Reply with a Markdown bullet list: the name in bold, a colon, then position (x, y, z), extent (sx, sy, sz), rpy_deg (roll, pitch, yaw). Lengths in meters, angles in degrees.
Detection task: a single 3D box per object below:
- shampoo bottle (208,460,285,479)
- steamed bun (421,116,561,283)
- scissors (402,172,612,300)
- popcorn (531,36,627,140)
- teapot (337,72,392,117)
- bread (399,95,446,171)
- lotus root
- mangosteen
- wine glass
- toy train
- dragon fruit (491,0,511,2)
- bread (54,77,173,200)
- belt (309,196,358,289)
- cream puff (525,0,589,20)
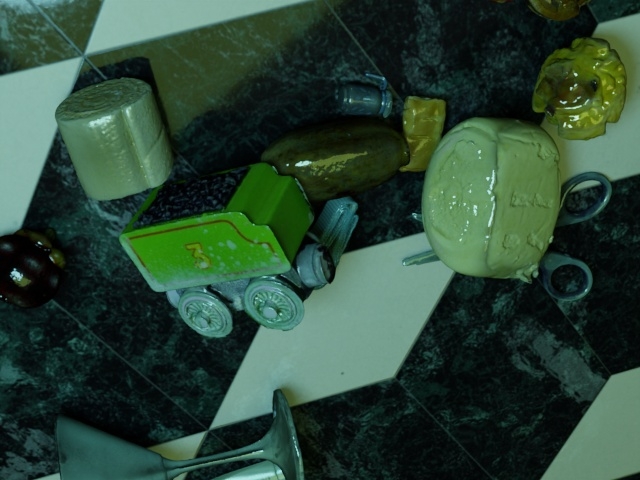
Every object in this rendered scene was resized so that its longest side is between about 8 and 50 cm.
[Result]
- **shampoo bottle**: position (-0.154, 0.482, 1.692), extent (0.212, 0.049, 0.072), rpy_deg (-20, 115, -2)
- **steamed bun**: position (0.281, -0.068, 1.430), extent (0.232, 0.166, 0.273), rpy_deg (-7, 104, -44)
- **scissors**: position (0.336, 0.001, 1.567), extent (0.383, 0.029, 0.256), rpy_deg (-2, 113, -11)
- **popcorn**: position (0.420, -0.245, 1.396), extent (0.152, 0.148, 0.167), rpy_deg (-31, 128, -49)
- **teapot**: position (0.071, -0.231, 1.387), extent (0.083, 0.064, 0.049), rpy_deg (3, 147, -17)
- **bread**: position (0.163, -0.177, 1.425), extent (0.074, 0.053, 0.132), rpy_deg (4, 117, -14)
- **lotus root**: position (0.019, -0.132, 1.376), extent (0.241, 0.124, 0.123), rpy_deg (-16, 131, -2)
- **mangosteen**: position (-0.467, 0.037, 1.368), extent (0.140, 0.140, 0.140), rpy_deg (-5, 117, -10)
- **wine glass**: position (-0.246, 0.403, 1.527), extent (0.406, 0.267, 0.267), rpy_deg (-7, 118, -14)
- **toy train**: position (-0.136, 0.015, 1.347), extent (0.307, 0.173, 0.249), rpy_deg (-9, 123, 28)
- **dragon fruit**: position (0.263, -0.490, 1.211), extent (0.268, 0.130, 0.295), rpy_deg (-9, 102, 13)
- **bread**: position (-0.305, -0.153, 1.290), extent (0.148, 0.134, 0.141), rpy_deg (-9, 123, 5)
- **belt**: position (-0.001, -0.003, 1.477), extent (0.100, 0.065, 0.179), rpy_deg (16, 110, -29)
- **cream puff**: position (0.375, -0.407, 1.331), extent (0.119, 0.104, 0.133), rpy_deg (3, 115, -7)
